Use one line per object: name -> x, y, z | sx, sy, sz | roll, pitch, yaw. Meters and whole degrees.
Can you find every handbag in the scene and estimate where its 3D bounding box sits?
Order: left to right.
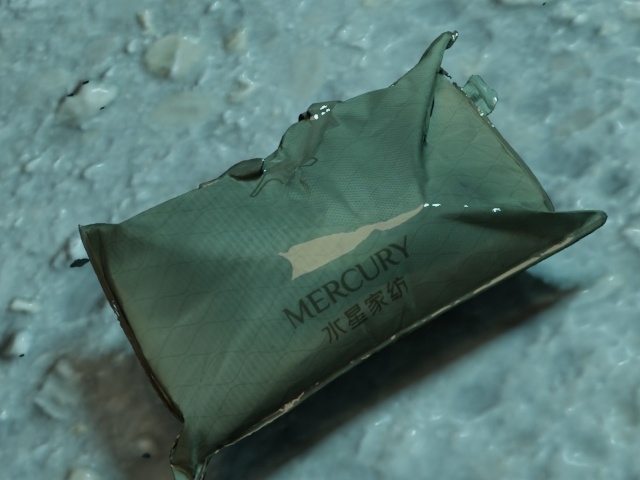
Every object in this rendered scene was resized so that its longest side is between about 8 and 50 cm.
handbag -> 0.000, 0.000, 1.096 | 0.270, 0.117, 0.182 | -32, 61, -4
